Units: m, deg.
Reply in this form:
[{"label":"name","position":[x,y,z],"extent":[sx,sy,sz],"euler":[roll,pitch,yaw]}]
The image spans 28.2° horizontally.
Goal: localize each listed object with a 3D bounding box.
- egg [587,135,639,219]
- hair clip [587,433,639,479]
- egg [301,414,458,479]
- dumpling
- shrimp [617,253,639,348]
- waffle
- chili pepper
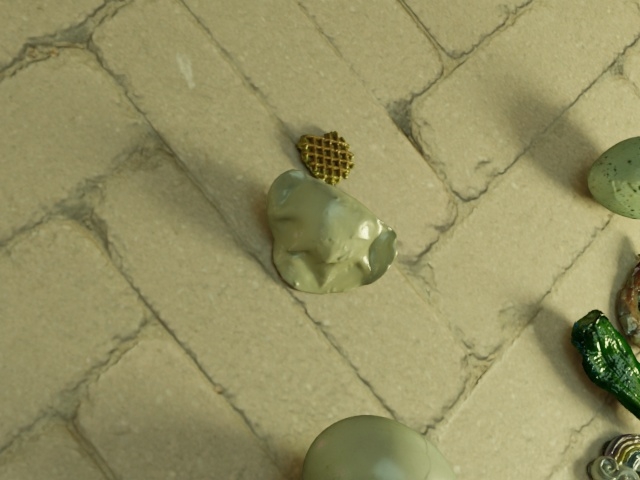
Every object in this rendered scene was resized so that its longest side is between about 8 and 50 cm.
[{"label":"egg","position":[0.480,-0.092,1.923],"extent":[0.164,0.131,0.131],"euler":[-15,77,-26]},{"label":"hair clip","position":[0.449,0.326,1.758],"extent":[0.172,0.049,0.116],"euler":[35,39,-7]},{"label":"egg","position":[0.075,0.284,1.440],"extent":[0.209,0.151,0.151],"euler":[34,53,-24]},{"label":"dumpling","position":[-0.002,-0.001,1.575],"extent":[0.169,0.100,0.134],"euler":[33,89,-39]},{"label":"shrimp","position":[0.491,0.080,1.905],"extent":[0.101,0.042,0.190],"euler":[20,59,-18]},{"label":"waffle","position":[0.011,-0.112,1.675],"extent":[0.085,0.016,0.078],"euler":[-29,91,-40]},{"label":"chili pepper","position":[0.437,0.198,1.796],"extent":[0.224,0.061,0.098],"euler":[48,45,-8]}]
